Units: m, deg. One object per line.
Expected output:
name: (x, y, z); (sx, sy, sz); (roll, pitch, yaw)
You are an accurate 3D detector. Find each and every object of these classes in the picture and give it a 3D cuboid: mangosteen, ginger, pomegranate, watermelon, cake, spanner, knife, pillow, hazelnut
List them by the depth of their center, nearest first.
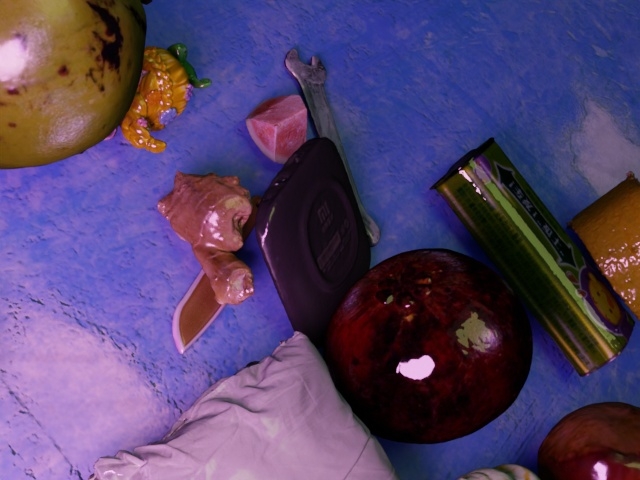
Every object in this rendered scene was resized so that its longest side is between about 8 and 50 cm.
pomegranate: (-0.313, -0.181, 1.043); (0.260, 0.260, 0.340); (51, 55, -3)
pillow: (-0.040, 0.276, 1.059); (0.283, 0.138, 0.310); (-27, 82, -39)
ginger: (-0.106, -0.010, 1.207); (0.165, 0.096, 0.067); (56, 2, 18)
knife: (-0.107, 0.033, 1.242); (0.046, 0.022, 0.256); (45, 42, -16)
mangosteen: (0.128, 0.146, 1.257); (0.235, 0.235, 0.261); (-66, 145, -45)
watermelon: (-0.044, -0.136, 1.378); (0.092, 0.072, 0.084); (47, 59, -14)
hazelnut: (0.369, 0.311, 1.389); (0.208, 0.208, 0.208); (23, 50, -30)
spanner: (0.014, -0.127, 1.462); (0.071, 0.017, 0.302); (2, 62, -41)
cake: (0.477, 0.004, 1.656); (0.179, 0.156, 0.260); (54, 13, -9)

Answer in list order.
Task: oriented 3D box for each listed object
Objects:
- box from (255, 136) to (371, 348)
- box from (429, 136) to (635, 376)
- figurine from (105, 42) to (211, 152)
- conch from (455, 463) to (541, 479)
box: (0.000, 0.000, 1.300); (0.212, 0.042, 0.201); (-54, 128, -48)
box: (0.301, 0.021, 1.569); (0.345, 0.097, 0.134); (52, 33, -2)
figurine: (-0.183, -0.158, 1.243); (0.115, 0.095, 0.156); (47, 45, 9)
conch: (0.231, 0.360, 1.243); (0.137, 0.143, 0.251); (-36, 92, -41)
